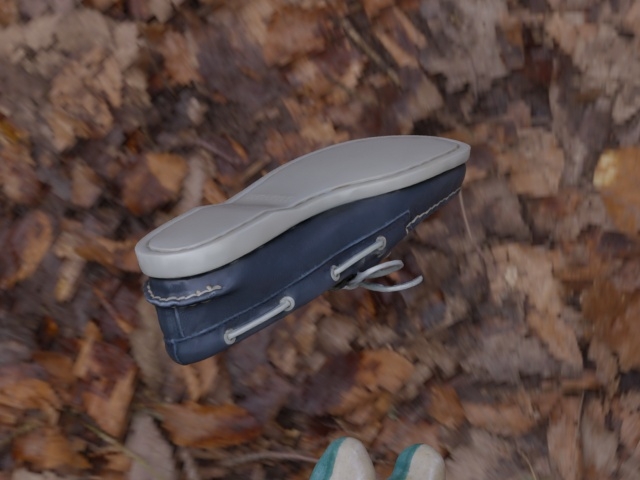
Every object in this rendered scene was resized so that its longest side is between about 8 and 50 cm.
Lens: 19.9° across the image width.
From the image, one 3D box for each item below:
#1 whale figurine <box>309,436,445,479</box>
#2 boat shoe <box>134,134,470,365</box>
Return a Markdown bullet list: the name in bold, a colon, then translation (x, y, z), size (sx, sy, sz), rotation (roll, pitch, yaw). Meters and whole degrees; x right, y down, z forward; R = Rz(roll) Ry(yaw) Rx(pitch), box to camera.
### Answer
- **whale figurine**: translation (0.031, 0.261, 1.525), size (0.141, 0.272, 0.216), rotation (9, 63, 33)
- **boat shoe**: translation (0.000, 0.000, 1.091), size (0.095, 0.254, 0.079), rotation (5, 113, 41)
